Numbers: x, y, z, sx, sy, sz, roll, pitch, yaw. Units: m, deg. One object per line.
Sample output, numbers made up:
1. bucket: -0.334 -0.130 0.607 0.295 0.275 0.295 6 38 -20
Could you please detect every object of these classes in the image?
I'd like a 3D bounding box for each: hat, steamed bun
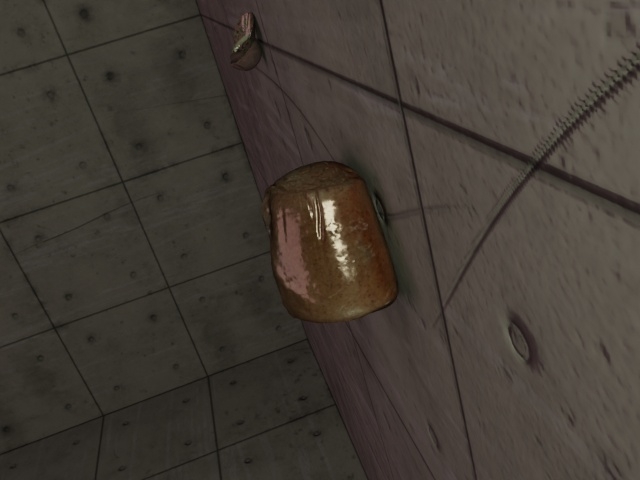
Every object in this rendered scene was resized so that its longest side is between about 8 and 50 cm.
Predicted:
1. hat: -0.105 -0.295 0.880 0.087 0.042 0.058 -63 39 31
2. steamed bun: 0.000 0.000 0.558 0.175 0.106 0.145 -146 37 -83
